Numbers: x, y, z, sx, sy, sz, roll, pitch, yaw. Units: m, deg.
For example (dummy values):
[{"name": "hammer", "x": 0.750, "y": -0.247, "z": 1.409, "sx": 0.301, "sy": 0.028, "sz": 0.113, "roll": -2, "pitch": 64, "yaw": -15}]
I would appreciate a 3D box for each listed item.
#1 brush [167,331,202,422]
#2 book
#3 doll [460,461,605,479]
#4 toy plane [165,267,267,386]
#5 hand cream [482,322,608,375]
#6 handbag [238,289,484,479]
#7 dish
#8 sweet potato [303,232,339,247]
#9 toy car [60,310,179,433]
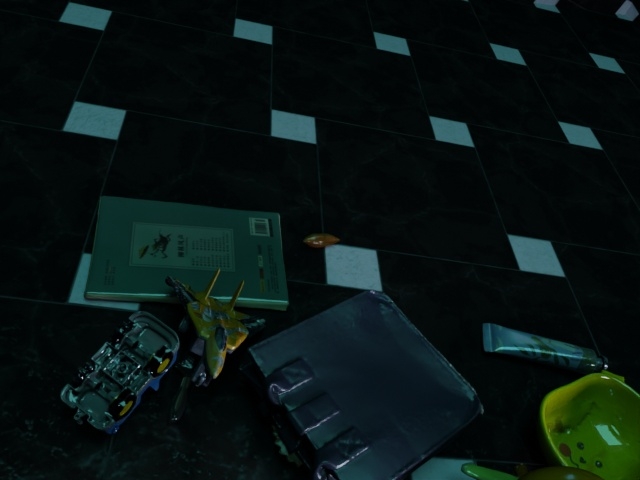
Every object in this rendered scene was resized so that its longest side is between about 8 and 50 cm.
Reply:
[{"name": "brush", "x": -0.222, "y": 0.226, "z": 1.045, "sx": 0.062, "sy": 0.016, "sz": 0.193, "roll": 15, "pitch": 43, "yaw": -4}, {"name": "book", "x": -0.258, "y": 0.021, "z": 1.229, "sx": 0.379, "sy": 0.031, "sz": 0.264, "roll": 5, "pitch": 45, "yaw": -15}, {"name": "doll", "x": 0.352, "y": 0.421, "z": 0.934, "sx": 0.213, "sy": 0.213, "sz": 0.236, "roll": -1, "pitch": 31, "yaw": -20}, {"name": "toy plane", "x": -0.174, "y": 0.156, "z": 0.996, "sx": 0.204, "sy": 0.103, "sz": 0.316, "roll": 28, "pitch": 17, "yaw": -15}, {"name": "hand cream", "x": 0.459, "y": 0.231, "z": 1.269, "sx": 0.256, "sy": 0.055, "sz": 0.088, "roll": 13, "pitch": 39, "yaw": 3}, {"name": "handbag", "x": 0.060, "y": 0.262, "z": 1.035, "sx": 0.329, "sy": 0.122, "sz": 0.303, "roll": -21, "pitch": 58, "yaw": -36}, {"name": "dish", "x": 0.492, "y": 0.364, "z": 1.097, "sx": 0.262, "sy": 0.108, "sz": 0.221, "roll": -21, "pitch": 56, "yaw": -33}, {"name": "sweet potato", "x": 0.000, "y": 0.000, "z": 1.343, "sx": 0.095, "sy": 0.034, "sz": 0.034, "roll": 2, "pitch": 45, "yaw": -33}, {"name": "toy car", "x": -0.310, "y": 0.215, "z": 0.976, "sx": 0.097, "sy": 0.100, "sz": 0.191, "roll": 33, "pitch": 64, "yaw": 13}]
